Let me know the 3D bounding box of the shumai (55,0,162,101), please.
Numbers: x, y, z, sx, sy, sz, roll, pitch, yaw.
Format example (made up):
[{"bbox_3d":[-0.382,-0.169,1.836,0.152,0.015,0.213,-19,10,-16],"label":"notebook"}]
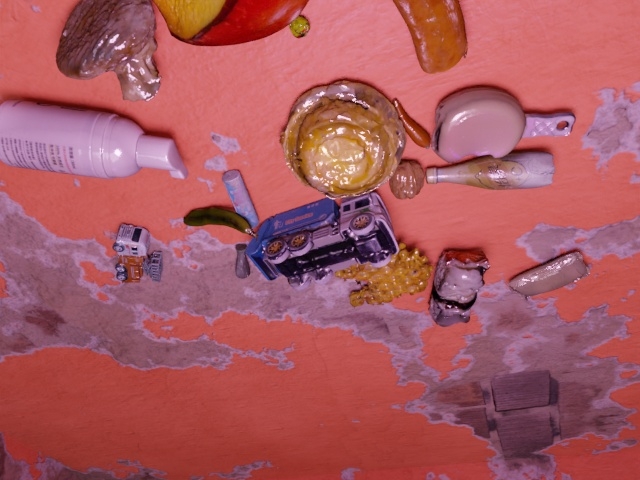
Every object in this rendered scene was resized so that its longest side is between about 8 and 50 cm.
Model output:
[{"bbox_3d":[-0.371,-0.357,0.891,0.209,0.161,0.153,-40,146,9],"label":"shumai"}]

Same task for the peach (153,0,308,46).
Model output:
[{"bbox_3d":[-0.137,-0.416,0.734,0.275,0.248,0.245,-28,150,37],"label":"peach"}]

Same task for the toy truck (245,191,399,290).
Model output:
[{"bbox_3d":[0.000,0.000,1.181,0.368,0.175,0.146,-16,133,19],"label":"toy truck"}]

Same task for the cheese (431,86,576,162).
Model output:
[{"bbox_3d":[0.377,-0.234,0.992,0.287,0.082,0.163,2,136,1],"label":"cheese"}]

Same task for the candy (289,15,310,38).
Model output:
[{"bbox_3d":[-0.064,-0.423,0.871,0.035,0.035,0.123,-42,115,-2],"label":"candy"}]

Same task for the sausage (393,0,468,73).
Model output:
[{"bbox_3d":[0.167,-0.414,0.814,0.109,0.108,0.270,-26,128,26],"label":"sausage"}]

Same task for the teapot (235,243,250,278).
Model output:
[{"bbox_3d":[-0.220,0.055,1.346,0.043,0.042,0.110,4,131,-1],"label":"teapot"}]

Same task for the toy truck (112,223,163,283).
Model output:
[{"bbox_3d":[-0.499,0.039,1.318,0.115,0.080,0.177,6,136,-9],"label":"toy truck"}]

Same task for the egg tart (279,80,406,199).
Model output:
[{"bbox_3d":[0.046,-0.197,1.024,0.279,0.095,0.278,5,127,6],"label":"egg tart"}]

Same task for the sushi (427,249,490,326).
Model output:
[{"bbox_3d":[0.371,0.133,1.321,0.124,0.129,0.332,1,135,2],"label":"sushi"}]

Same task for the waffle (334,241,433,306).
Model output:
[{"bbox_3d":[0.178,0.104,1.307,0.260,0.069,0.293,-14,149,14],"label":"waffle"}]

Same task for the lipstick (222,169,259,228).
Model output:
[{"bbox_3d":[-0.195,-0.099,1.183,0.048,0.048,0.157,-7,134,10],"label":"lipstick"}]

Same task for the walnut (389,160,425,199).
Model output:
[{"bbox_3d":[0.198,-0.140,1.101,0.079,0.082,0.096,-20,136,-16],"label":"walnut"}]

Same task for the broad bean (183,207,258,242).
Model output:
[{"bbox_3d":[-0.255,-0.047,1.206,0.227,0.039,0.069,15,112,23],"label":"broad bean"}]

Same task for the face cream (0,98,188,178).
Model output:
[{"bbox_3d":[-0.472,-0.206,1.031,0.370,0.145,0.145,6,135,-5],"label":"face cream"}]

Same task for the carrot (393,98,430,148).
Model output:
[{"bbox_3d":[0.194,-0.245,1.027,0.035,0.035,0.142,-32,121,30],"label":"carrot"}]

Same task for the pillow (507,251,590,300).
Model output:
[{"bbox_3d":[0.634,0.101,1.325,0.208,0.053,0.119,-31,129,29],"label":"pillow"}]

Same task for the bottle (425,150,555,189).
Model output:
[{"bbox_3d":[0.373,-0.153,1.073,0.270,0.083,0.083,-1,135,12],"label":"bottle"}]
